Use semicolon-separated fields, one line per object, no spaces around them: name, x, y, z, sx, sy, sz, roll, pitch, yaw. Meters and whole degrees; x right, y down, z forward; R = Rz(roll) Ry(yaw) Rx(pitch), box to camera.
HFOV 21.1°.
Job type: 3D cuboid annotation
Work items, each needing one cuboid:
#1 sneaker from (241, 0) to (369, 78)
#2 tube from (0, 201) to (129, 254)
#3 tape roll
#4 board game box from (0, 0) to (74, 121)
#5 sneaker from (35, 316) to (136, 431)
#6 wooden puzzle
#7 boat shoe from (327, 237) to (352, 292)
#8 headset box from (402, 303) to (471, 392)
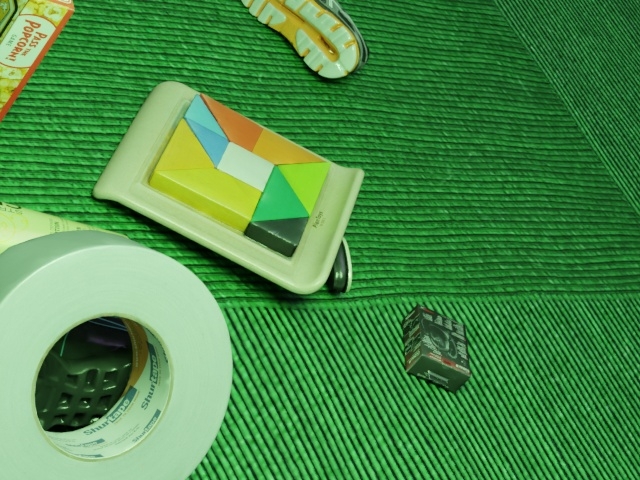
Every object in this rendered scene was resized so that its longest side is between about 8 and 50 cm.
sneaker;-0.022;-0.272;2.022;0.215;0.084;0.083;54;23;13
tube;-0.282;-0.003;1.475;0.240;0.062;0.070;16;0;-25
tape roll;-0.179;0.103;1.311;0.219;0.219;0.072;14;3;-34
board game box;-0.295;-0.194;1.552;0.045;0.193;0.146;14;43;-34
sneaker;-0.226;0.104;1.396;0.267;0.101;0.106;10;20;-34
wooden puzzle;-0.083;-0.063;1.700;0.239;0.044;0.221;24;36;-2
boat shoe;0.000;0.001;1.752;0.042;0.049;0.133;-2;50;-23
headset box;0.118;0.113;1.752;0.062;0.032;0.083;24;38;-22
